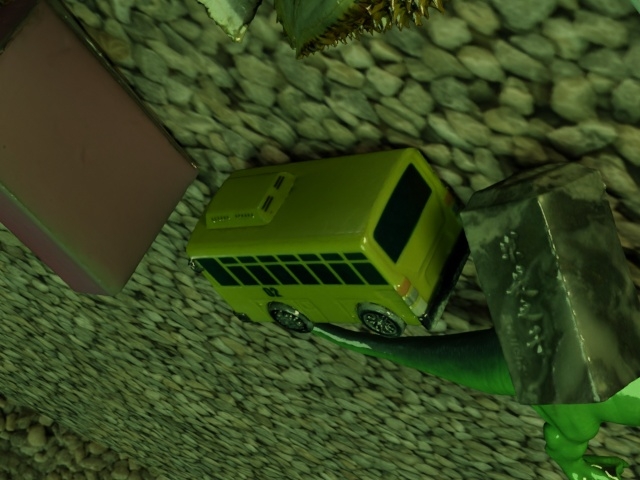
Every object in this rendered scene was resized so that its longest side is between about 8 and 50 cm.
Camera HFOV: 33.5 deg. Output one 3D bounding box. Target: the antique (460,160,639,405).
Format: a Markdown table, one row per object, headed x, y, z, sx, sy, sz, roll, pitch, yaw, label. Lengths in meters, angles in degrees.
| x | y | z | sx | sy | sz | roll | pitch | yaw | label |
| --- | --- | --- | --- | --- | --- | --- | --- | --- | --- |
| 0.189 | 0.032 | 0.854 | 0.088 | 0.086 | 0.183 | -13 | 97 | 50 | antique |

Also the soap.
| x | y | z | sx | sy | sz | roll | pitch | yaw | label |
| --- | --- | --- | --- | --- | --- | --- | --- | --- | --- |
| -0.253 | -0.089 | 1.045 | 0.081 | 0.181 | 0.259 | 4 | 145 | 40 | soap |

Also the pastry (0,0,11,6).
| x | y | z | sx | sy | sz | roll | pitch | yaw | label |
| --- | --- | --- | --- | --- | --- | --- | --- | --- | --- |
| -0.353 | -0.251 | 0.833 | 0.274 | 0.193 | 0.275 | 27 | 163 | 9 | pastry |

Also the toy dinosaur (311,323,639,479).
| x | y | z | sx | sy | sz | roll | pitch | yaw | label |
| --- | --- | --- | --- | --- | --- | --- | --- | --- | --- |
| 0.192 | 0.081 | 0.963 | 0.499 | 0.144 | 0.374 | 20 | 147 | 9 | toy dinosaur |

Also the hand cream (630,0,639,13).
| x | y | z | sx | sy | sz | roll | pitch | yaw | label |
| --- | --- | --- | --- | --- | --- | --- | --- | --- | --- |
| 0.104 | -0.243 | 0.558 | 0.331 | 0.085 | 0.058 | 39 | -169 | -14 | hand cream |

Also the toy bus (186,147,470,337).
| x | y | z | sx | sy | sz | roll | pitch | yaw | label |
| --- | --- | --- | --- | --- | --- | --- | --- | --- | --- |
| 0.000 | 0.000 | 1.013 | 0.262 | 0.128 | 0.150 | -3 | 139 | 44 | toy bus |

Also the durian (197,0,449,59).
| x | y | z | sx | sy | sz | roll | pitch | yaw | label |
| --- | --- | --- | --- | --- | --- | --- | --- | --- | --- |
| 0.016 | -0.213 | 0.618 | 0.237 | 0.138 | 0.193 | 1 | 139 | 48 | durian |
